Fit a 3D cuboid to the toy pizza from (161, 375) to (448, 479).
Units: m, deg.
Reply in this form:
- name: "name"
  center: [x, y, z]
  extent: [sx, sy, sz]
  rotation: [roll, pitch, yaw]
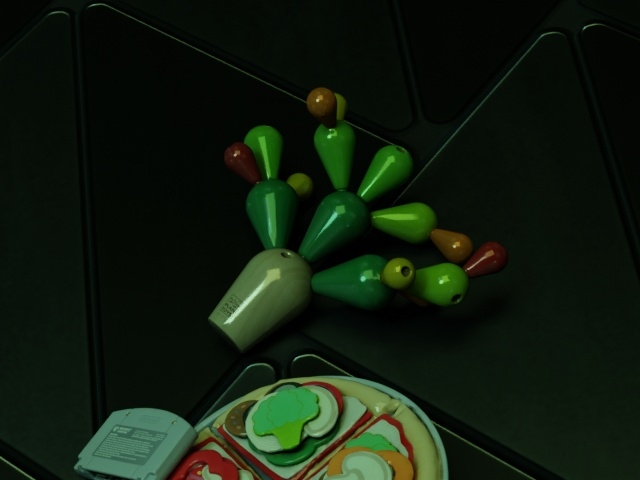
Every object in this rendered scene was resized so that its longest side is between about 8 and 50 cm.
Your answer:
- name: "toy pizza"
  center: [-0.021, 0.155, 1.121]
  extent: [0.201, 0.032, 0.201]
  rotation: [-13, 42, 12]

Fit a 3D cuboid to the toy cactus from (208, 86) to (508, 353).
- name: "toy cactus"
  center: [0.000, 0.000, 1.232]
  extent: [0.219, 0.112, 0.180]
  rotation: [40, 77, 24]

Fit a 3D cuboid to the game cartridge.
- name: "game cartridge"
  center: [-0.116, 0.132, 1.172]
  extent: [0.083, 0.017, 0.056]
  rotation: [4, 51, 48]
